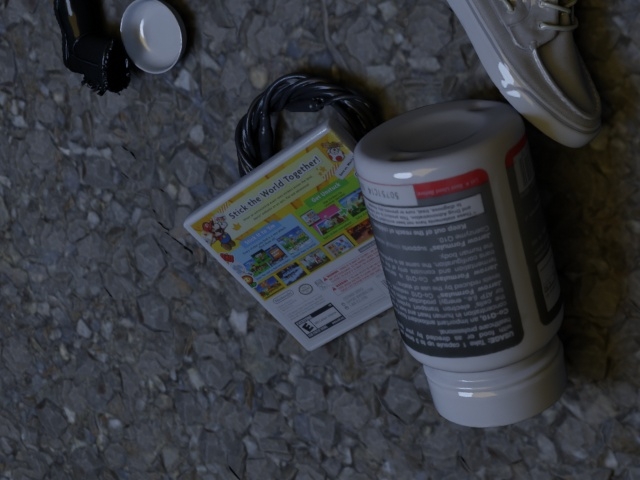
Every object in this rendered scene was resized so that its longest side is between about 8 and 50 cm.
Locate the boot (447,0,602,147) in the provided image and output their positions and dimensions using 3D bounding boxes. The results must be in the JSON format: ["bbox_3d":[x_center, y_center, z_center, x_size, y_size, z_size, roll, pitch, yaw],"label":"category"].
[{"bbox_3d":[0.197,-0.216,1.253,0.258,0.095,0.123,55,132,5],"label":"boot"}]

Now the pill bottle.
[{"bbox_3d":[0.140,0.024,1.323,0.161,0.161,0.283,-1,117,32],"label":"pill bottle"}]

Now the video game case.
[{"bbox_3d":[0.000,0.000,1.457,0.227,0.026,0.206,-31,111,36],"label":"video game case"}]

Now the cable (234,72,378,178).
[{"bbox_3d":[-0.011,-0.103,1.462,0.150,0.047,0.184,54,130,10],"label":"cable"}]

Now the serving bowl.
[{"bbox_3d":[-0.178,-0.226,1.525,0.083,0.027,0.083,11,112,29],"label":"serving bowl"}]

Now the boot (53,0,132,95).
[{"bbox_3d":[-0.252,-0.225,1.544,0.099,0.045,0.121,31,130,45],"label":"boot"}]
